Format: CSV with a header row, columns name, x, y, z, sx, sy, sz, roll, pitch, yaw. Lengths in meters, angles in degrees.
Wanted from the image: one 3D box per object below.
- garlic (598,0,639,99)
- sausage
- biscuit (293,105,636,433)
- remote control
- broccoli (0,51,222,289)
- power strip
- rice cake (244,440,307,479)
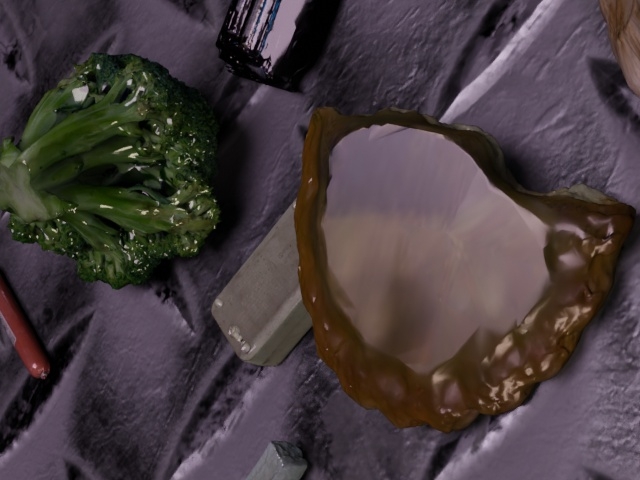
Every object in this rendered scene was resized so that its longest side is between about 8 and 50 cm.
name,x,y,z,sx,sy,sz,roll,pitch,yaw
garlic,0.329,-0.213,1.021,0.212,0.218,0.218,-12,66,-1
sausage,-0.392,0.100,1.658,0.029,0.029,0.223,-53,50,18
biscuit,0.116,0.001,1.169,0.335,0.078,0.329,-20,81,29
remote control,-0.012,-0.364,1.415,0.144,0.062,0.398,23,95,44
broccoli,-0.235,-0.077,1.431,0.265,0.245,0.294,52,140,17
power strip,0.000,0.000,1.317,0.288,0.053,0.093,-50,51,20
rice cake,-0.095,0.304,1.328,0.042,0.045,0.245,47,110,36
